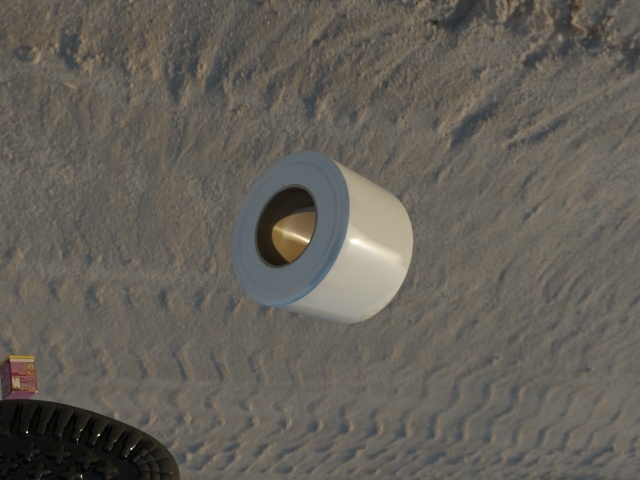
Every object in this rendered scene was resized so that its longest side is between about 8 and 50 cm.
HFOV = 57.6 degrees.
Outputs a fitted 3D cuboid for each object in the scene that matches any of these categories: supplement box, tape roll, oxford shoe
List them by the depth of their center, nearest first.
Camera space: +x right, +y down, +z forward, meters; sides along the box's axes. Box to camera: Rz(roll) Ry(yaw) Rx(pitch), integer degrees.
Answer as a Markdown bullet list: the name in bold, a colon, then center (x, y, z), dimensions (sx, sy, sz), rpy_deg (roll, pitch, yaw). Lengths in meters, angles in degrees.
- **oxford shoe**: center (-0.192, 0.146, 0.323), dimensions (0.227, 0.082, 0.096), rpy_deg (1, 129, -7)
- **tape roll**: center (0.000, 0.000, 0.926), dimensions (0.246, 0.246, 0.169), rpy_deg (-36, 145, 27)
- **supplement box**: center (-0.627, 0.285, 1.209), dimensions (0.043, 0.083, 0.055), rpy_deg (-36, 148, 26)
